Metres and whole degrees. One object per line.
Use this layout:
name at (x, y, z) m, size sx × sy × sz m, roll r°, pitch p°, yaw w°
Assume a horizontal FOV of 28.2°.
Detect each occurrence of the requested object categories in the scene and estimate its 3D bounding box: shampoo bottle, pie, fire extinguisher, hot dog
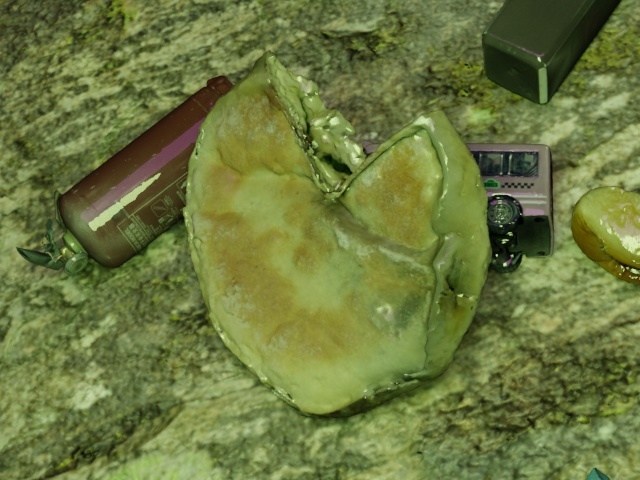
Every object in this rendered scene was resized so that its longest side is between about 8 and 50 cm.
shampoo bottle at (0.261, -0.260, 1.310) m, size 0.079 × 0.080 × 0.246 m, roll 29°, pitch 72°, yaw 22°
pie at (0.000, 0.000, 1.152) m, size 0.337 × 0.075 × 0.337 m, roll 6°, pitch 101°, yaw 35°
fire extinguisher at (-0.179, -0.054, 1.276) m, size 0.269 × 0.105 × 0.105 m, roll -38°, pitch 61°, yaw -10°
hot dog at (0.343, 0.012, 1.145) m, size 0.242 × 0.084 × 0.073 m, roll 10°, pitch 68°, yaw 17°

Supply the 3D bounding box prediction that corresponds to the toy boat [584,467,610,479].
toy boat at (0.252, 0.287, 1.009) m, size 0.098 × 0.109 × 0.238 m, roll -46°, pitch 65°, yaw 14°

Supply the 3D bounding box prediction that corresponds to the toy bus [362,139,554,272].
toy bus at (0.122, -0.038, 1.209) m, size 0.199 × 0.096 × 0.108 m, roll 2°, pitch 63°, yaw 12°
